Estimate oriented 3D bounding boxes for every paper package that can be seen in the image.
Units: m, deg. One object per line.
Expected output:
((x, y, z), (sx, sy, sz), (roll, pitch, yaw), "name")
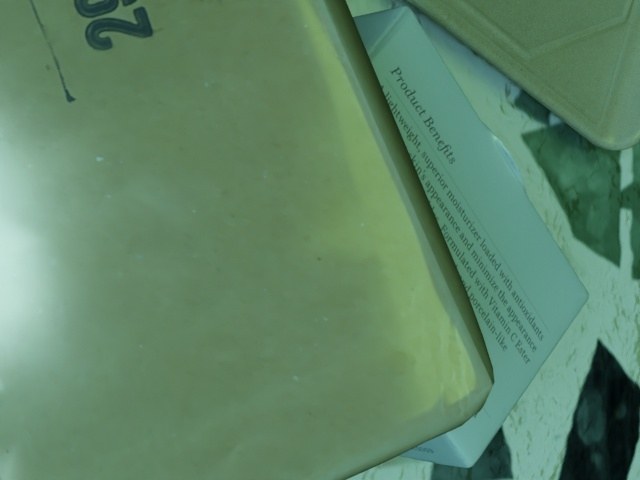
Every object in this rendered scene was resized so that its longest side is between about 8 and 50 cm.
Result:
((-0.144, -0.036, 0.407), (0.309, 0.168, 0.325), (-25, 92, -6), "paper package")

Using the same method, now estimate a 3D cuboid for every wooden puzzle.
((0.152, -0.205, 0.856), (0.239, 0.044, 0.221), (28, 72, -31), "wooden puzzle")

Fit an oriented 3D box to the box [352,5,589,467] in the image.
((0.000, 0.000, 0.630), (0.119, 0.182, 0.181), (-50, 118, -27), "box")
